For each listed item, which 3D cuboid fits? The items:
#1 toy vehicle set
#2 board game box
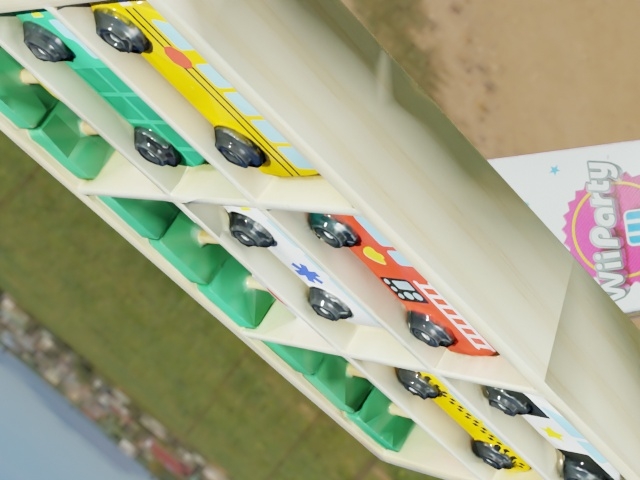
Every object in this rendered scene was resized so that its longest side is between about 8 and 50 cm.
[{"bbox_3d":[0.000,0.000,0.488,0.267,0.035,0.166,44,158,-30],"label":"toy vehicle set"},{"bbox_3d":[0.180,0.000,0.913,0.224,0.303,0.098,62,-161,-84],"label":"board game box"}]
